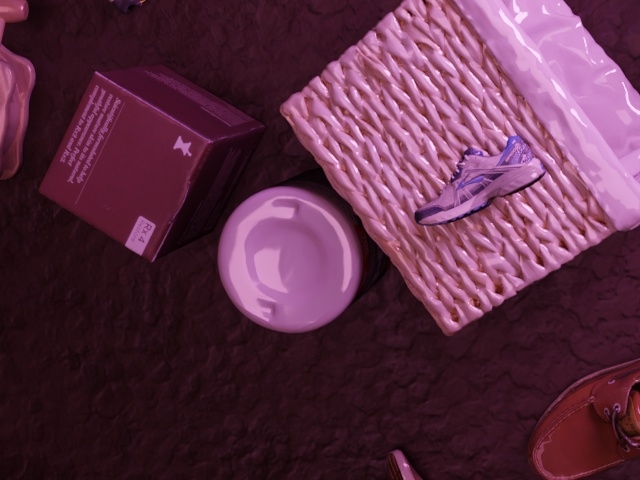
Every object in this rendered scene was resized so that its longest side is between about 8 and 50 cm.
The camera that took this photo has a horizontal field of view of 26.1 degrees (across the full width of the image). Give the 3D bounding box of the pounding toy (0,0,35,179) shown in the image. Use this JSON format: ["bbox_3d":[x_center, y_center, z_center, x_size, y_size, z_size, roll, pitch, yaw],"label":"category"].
[{"bbox_3d":[-0.465,-0.189,1.755,0.154,0.155,0.269,13,103,9],"label":"pounding toy"}]

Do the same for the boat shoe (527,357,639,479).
[{"bbox_3d":[0.367,0.196,1.616,0.307,0.104,0.110,-36,89,19],"label":"boat shoe"}]

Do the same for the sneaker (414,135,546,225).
[{"bbox_3d":[0.147,-0.058,1.331,0.135,0.052,0.058,-27,84,17],"label":"sneaker"}]

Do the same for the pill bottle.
[{"bbox_3d":[0.000,0.000,1.590,0.161,0.283,0.161,3,100,15],"label":"pill bottle"}]

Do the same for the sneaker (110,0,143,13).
[{"bbox_3d":[-0.227,-0.316,1.734,0.083,0.031,0.035,-29,105,23],"label":"sneaker"}]

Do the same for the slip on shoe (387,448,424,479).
[{"bbox_3d":[0.127,0.324,1.744,0.041,0.051,0.135,-23,84,-21],"label":"slip on shoe"}]

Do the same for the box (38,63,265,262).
[{"bbox_3d":[-0.199,-0.100,1.672,0.167,0.203,0.168,32,106,9],"label":"box"}]

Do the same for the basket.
[{"bbox_3d":[0.185,-0.117,1.500,0.266,0.328,0.331,-38,89,23],"label":"basket"}]
